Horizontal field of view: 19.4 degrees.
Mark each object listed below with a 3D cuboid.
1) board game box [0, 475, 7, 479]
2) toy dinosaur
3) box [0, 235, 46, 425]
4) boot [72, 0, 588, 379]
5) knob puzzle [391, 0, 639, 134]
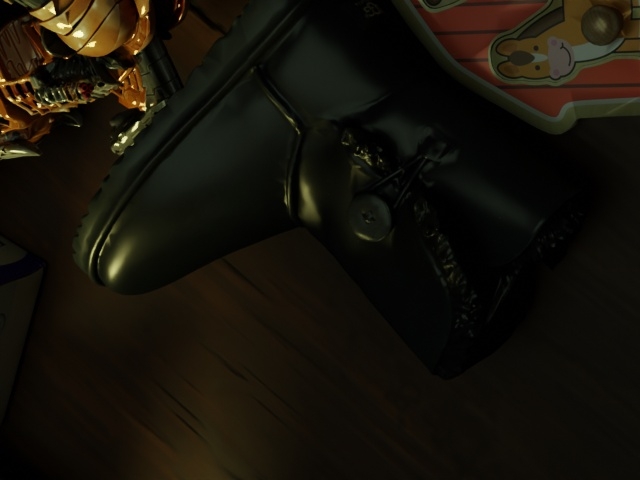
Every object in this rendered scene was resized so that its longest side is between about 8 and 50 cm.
[{"bbox_3d":[-0.239,0.217,1.208,0.194,0.060,0.194,30,117,18],"label":"board game box"},{"bbox_3d":[-0.130,-0.165,0.987,0.322,0.164,0.218,-38,92,29],"label":"toy dinosaur"},{"bbox_3d":[-0.255,0.046,1.158,0.137,0.072,0.126,29,117,21],"label":"box"},{"bbox_3d":[0.000,0.000,0.981,0.207,0.094,0.246,48,119,12],"label":"boot"},{"bbox_3d":[0.105,-0.145,0.916,0.213,0.030,0.213,9,109,28],"label":"knob puzzle"}]
